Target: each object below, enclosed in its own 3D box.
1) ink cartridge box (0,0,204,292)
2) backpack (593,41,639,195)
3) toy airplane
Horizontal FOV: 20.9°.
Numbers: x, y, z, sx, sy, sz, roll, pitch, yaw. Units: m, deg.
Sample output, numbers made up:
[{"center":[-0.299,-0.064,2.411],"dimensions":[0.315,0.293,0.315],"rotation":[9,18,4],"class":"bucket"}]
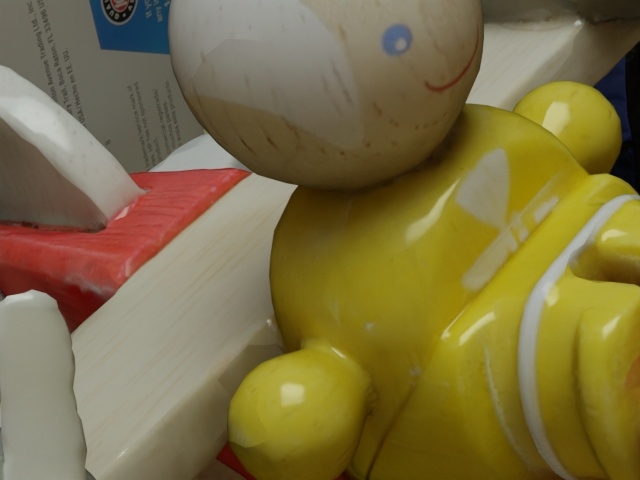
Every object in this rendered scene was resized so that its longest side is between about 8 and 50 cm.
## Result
[{"center":[-0.194,-0.051,0.758],"dimensions":[0.168,0.171,0.233],"rotation":[22,45,35],"class":"ink cartridge box"},{"center":[0.106,-0.069,0.767],"dimensions":[0.101,0.120,0.098],"rotation":[0,38,11],"class":"backpack"},{"center":[0.000,0.000,0.551],"dimensions":[0.385,0.272,0.386],"rotation":[-10,42,2],"class":"toy airplane"}]
